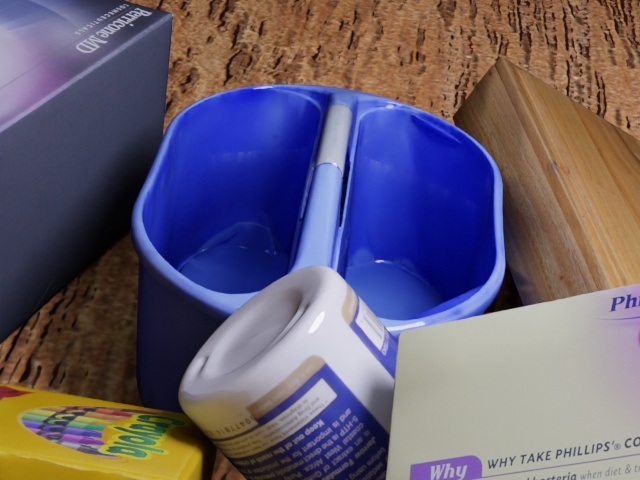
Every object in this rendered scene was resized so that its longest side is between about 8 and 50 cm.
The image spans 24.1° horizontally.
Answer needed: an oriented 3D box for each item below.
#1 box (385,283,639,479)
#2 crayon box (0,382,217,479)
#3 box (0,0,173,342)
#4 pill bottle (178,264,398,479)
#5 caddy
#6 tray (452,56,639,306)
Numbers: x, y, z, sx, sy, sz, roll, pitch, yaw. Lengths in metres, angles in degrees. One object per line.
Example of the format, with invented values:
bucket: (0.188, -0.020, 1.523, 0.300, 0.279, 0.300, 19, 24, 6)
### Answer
box: (0.145, 0.152, 0.679, 0.213, 0.117, 0.243, -15, 53, 30)
crayon box: (-0.172, 0.127, 0.782, 0.318, 0.081, 0.202, 10, 1, 0)
box: (-0.303, -0.084, 1.087, 0.294, 0.183, 0.296, 19, 32, 14)
pill bottle: (0.021, 0.116, 0.822, 0.187, 0.112, 0.112, 50, 26, -16)
caddy: (0.000, 0.000, 1.024, 0.241, 0.179, 0.341, 8, 30, 1)
tray: (0.229, 0.023, 1.070, 0.202, 0.076, 0.411, 28, 23, -21)
